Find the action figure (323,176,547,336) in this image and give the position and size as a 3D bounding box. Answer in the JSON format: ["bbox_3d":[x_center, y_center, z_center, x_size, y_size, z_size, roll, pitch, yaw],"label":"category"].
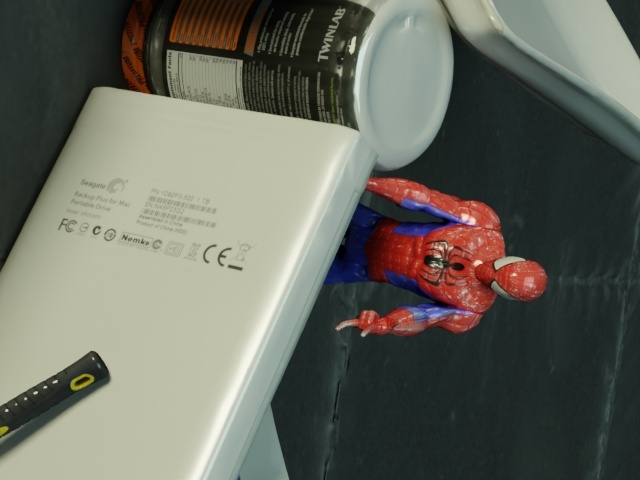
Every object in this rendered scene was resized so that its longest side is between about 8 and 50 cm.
[{"bbox_3d":[0.000,0.000,1.076,0.139,0.280,0.091,8,93,-55],"label":"action figure"}]

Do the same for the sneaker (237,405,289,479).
[{"bbox_3d":[-0.138,0.170,1.072,0.236,0.322,0.130,-13,138,-6],"label":"sneaker"}]

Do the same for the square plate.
[{"bbox_3d":[0.119,-0.211,1.236,0.347,0.049,0.344,25,36,-55],"label":"square plate"}]

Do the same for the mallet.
[{"bbox_3d":[-0.205,0.110,0.954,0.190,0.039,0.062,-37,131,2],"label":"mallet"}]

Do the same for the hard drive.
[{"bbox_3d":[-0.113,0.062,1.001,0.040,0.203,0.307,45,63,-51],"label":"hard drive"}]

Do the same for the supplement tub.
[{"bbox_3d":[-0.023,-0.111,1.089,0.117,0.190,0.117,-22,117,-50],"label":"supplement tub"}]
